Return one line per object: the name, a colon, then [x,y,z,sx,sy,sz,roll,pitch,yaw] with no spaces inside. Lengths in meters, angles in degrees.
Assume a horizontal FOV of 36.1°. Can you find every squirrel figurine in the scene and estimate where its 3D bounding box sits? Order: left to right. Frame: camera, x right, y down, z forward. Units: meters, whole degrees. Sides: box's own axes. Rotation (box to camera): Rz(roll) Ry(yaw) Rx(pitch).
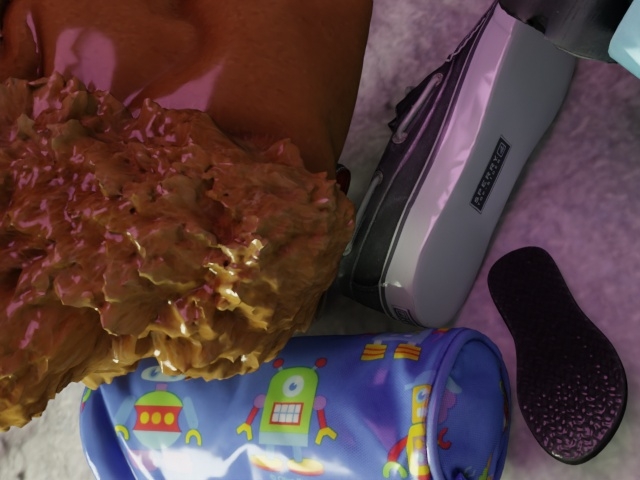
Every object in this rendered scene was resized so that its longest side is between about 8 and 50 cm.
squirrel figurine: [-0.176,-0.073,0.630,0.397,0.370,0.281,-95,25,-52]

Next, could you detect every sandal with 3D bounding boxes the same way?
sandal: [0.155,0.073,0.640,0.067,0.040,0.179,-24,36,12]

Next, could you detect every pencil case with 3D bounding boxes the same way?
pencil case: [-0.027,0.129,0.663,0.306,0.119,0.133,-8,56,30]

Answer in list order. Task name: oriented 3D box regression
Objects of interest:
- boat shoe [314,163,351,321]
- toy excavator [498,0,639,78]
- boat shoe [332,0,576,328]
boat shoe: [0.000,0.000,0.778,0.043,0.049,0.137,9,69,34]
toy excavator: [0.300,-0.110,0.477,0.445,0.433,0.222,42,131,22]
boat shoe: [0.100,-0.083,0.733,0.102,0.108,0.301,18,80,38]
